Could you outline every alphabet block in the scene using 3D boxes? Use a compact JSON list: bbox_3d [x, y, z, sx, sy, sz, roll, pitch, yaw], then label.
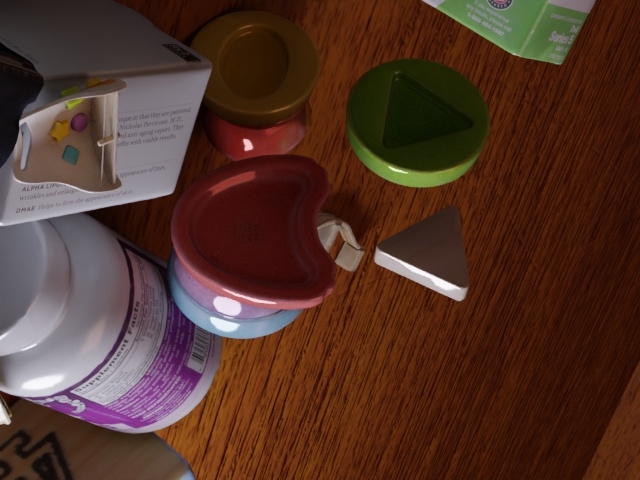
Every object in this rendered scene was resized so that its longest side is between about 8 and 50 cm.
[{"bbox_3d":[-0.246,0.275,1.539,0.197,0.193,0.192,-42,149,-22],"label":"alphabet block"}]

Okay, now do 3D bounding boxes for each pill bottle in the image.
[{"bbox_3d":[-0.219,0.065,1.366,0.169,0.169,0.301,-54,152,-1],"label":"pill bottle"}]

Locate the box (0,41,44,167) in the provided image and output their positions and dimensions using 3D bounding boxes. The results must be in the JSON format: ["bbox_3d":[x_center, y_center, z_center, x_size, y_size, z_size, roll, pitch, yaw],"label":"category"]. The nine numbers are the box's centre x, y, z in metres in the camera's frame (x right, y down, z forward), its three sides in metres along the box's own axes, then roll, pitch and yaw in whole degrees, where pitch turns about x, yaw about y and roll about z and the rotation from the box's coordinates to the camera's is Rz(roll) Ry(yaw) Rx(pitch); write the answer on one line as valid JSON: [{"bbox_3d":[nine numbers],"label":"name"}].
[{"bbox_3d":[-0.450,0.033,0.638,0.480,0.297,0.471,13,106,-61],"label":"box"}]

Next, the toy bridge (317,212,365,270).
[{"bbox_3d":[0.000,0.000,1.791,0.188,0.026,0.063,8,112,-60],"label":"toy bridge"}]

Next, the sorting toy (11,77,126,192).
[{"bbox_3d":[-0.173,-0.070,1.040,0.075,0.045,0.083,-20,134,-34],"label":"sorting toy"}]

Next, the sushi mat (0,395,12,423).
[{"bbox_3d":[-0.342,0.045,1.180,0.316,0.151,0.019,80,26,-54],"label":"sushi mat"}]

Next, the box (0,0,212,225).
[{"bbox_3d":[-0.213,-0.114,1.158,0.182,0.181,0.119,-13,130,-50],"label":"box"}]

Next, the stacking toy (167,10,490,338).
[{"bbox_3d":[0.002,-0.041,1.410,0.130,0.280,0.309,101,-3,-57],"label":"stacking toy"}]

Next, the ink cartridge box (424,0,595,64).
[{"bbox_3d":[0.206,-0.342,1.536,0.115,0.198,0.272,0,122,-58],"label":"ink cartridge box"}]
